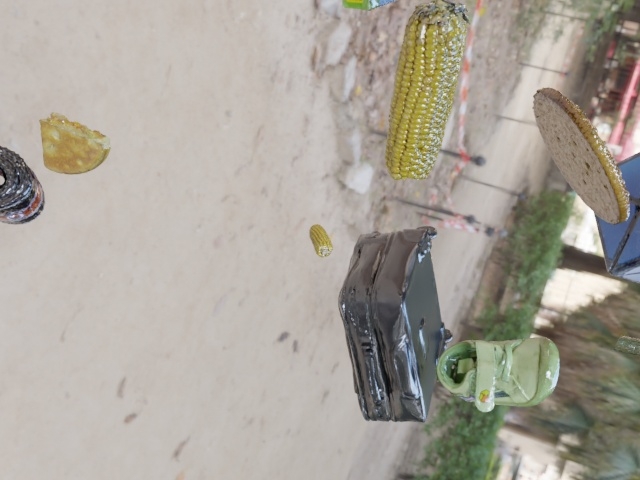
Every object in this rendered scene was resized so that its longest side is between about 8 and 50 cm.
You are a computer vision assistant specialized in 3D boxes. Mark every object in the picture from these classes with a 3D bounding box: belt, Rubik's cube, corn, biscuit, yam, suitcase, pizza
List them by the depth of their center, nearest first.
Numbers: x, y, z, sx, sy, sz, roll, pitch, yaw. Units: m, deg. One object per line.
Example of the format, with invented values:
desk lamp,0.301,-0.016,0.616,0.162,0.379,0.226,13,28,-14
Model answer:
belt,-0.547,-0.142,1.085,0.126,0.359,0.094,-58,177,-26
corn,0.170,-0.245,1.280,0.115,0.115,0.318,-47,150,-59
pizza,-0.469,-0.187,1.458,0.134,0.175,0.046,65,34,-36
corn,0.000,0.000,1.459,0.092,0.037,0.037,-117,-150,-56
biscuit,0.501,-0.164,1.479,0.038,0.305,0.305,-31,164,4
suitcase,0.157,0.179,1.623,0.339,0.188,0.345,-65,149,-55
Rubik's cube,0.792,-0.053,1.723,0.260,0.254,0.259,-30,-124,48
yam,0.755,0.255,1.860,0.043,0.094,0.043,11,90,-76

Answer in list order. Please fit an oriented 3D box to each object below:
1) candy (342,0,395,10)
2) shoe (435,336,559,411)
candy,0.109,-0.462,1.326,0.194,0.062,0.097,-35,130,-46
shoe,0.335,0.260,1.492,0.128,0.262,0.140,9,74,-35
